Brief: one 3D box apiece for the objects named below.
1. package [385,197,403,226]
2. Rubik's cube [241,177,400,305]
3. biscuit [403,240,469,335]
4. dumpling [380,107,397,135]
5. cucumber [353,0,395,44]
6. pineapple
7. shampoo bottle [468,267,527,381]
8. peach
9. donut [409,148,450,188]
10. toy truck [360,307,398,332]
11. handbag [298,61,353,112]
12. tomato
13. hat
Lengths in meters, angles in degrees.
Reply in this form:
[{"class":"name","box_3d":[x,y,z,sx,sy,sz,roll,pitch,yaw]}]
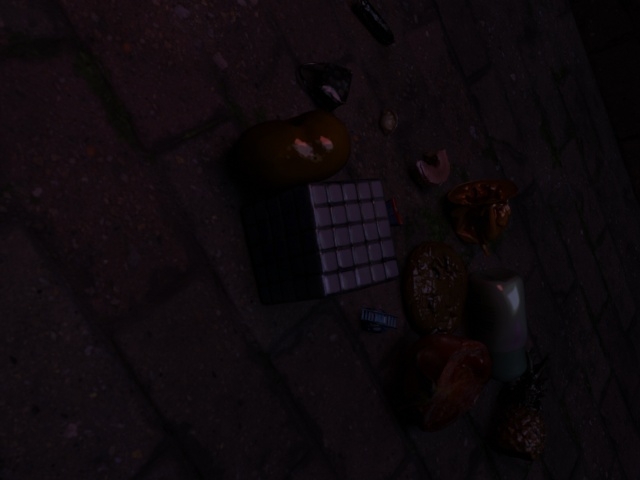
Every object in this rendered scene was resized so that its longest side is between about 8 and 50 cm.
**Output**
[{"class":"package","box_3d":[0.160,-0.060,1.449,0.200,0.022,0.083,-21,97,-43]},{"class":"Rubik's cube","box_3d":[0.000,0.000,1.154,0.238,0.237,0.237,-10,88,-42]},{"class":"biscuit","box_3d":[0.350,0.143,1.548,0.296,0.075,0.296,8,77,-40]},{"class":"dumpling","box_3d":[0.201,-0.345,1.513,0.043,0.059,0.077,23,69,-27]},{"class":"cucumber","box_3d":[0.161,-0.642,1.538,0.181,0.053,0.053,37,60,-32]},{"class":"pineapple","box_3d":[0.664,0.522,1.705,0.165,0.165,0.364,39,57,-30]},{"class":"shampoo bottle","box_3d":[0.559,0.272,1.636,0.151,0.222,0.349,-10,101,-9]},{"class":"peach","box_3d":[-0.059,-0.200,1.134,0.251,0.251,0.153,-37,131,-39]},{"class":"donut","box_3d":[0.343,-0.212,1.611,0.166,0.065,0.117,-31,101,-39]},{"class":"toy truck","box_3d":[0.134,0.202,1.344,0.136,0.074,0.063,18,71,-38]},{"class":"handbag","box_3d":[0.003,-0.412,1.352,0.139,0.072,0.115,23,69,-23]},{"class":"tomato","box_3d":[0.321,0.357,1.424,0.309,0.170,0.309,-23,132,-28]},{"class":"hat","box_3d":[0.531,-0.053,1.674,0.233,0.244,0.233,-27,114,-33]}]
